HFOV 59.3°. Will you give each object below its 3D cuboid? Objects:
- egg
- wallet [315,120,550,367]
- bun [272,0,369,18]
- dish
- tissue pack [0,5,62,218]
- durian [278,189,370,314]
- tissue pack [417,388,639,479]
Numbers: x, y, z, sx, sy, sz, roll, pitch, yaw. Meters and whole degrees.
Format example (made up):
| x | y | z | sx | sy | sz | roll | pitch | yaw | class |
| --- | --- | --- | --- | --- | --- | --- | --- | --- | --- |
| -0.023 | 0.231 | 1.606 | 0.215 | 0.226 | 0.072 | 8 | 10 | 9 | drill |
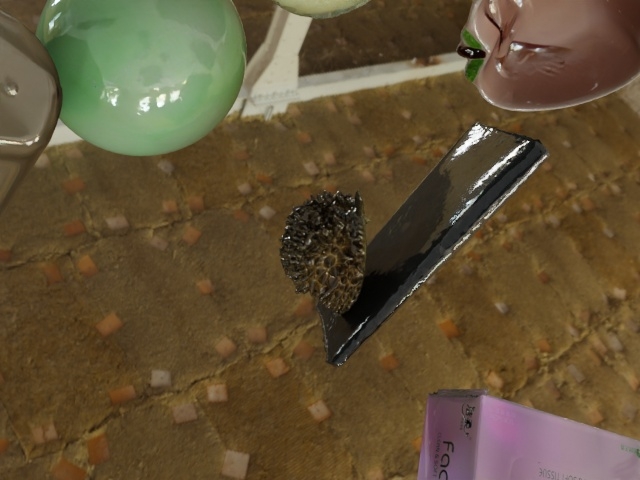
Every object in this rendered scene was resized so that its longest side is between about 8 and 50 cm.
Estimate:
| x | y | z | sx | sy | sz | roll | pitch | yaw | class |
| --- | --- | --- | --- | --- | --- | --- | --- | --- | --- |
| -0.198 | -0.211 | 0.645 | 0.220 | 0.221 | 0.270 | 22 | -145 | -9 | egg |
| 0.113 | 0.001 | 0.655 | 0.044 | 0.321 | 0.170 | 38 | -170 | -18 | wallet |
| 0.002 | -0.367 | 0.565 | 0.259 | 0.259 | 0.152 | -10 | -127 | -32 | bun |
| 0.255 | -0.246 | 0.626 | 0.213 | 0.213 | 0.091 | 17 | -116 | -13 | dish |
| -0.427 | -0.060 | 0.461 | 0.276 | 0.267 | 0.388 | 14 | -106 | 38 | tissue pack |
| 0.000 | 0.000 | 0.634 | 0.091 | 0.188 | 0.149 | 12 | -125 | -16 | durian |
| 0.226 | 0.256 | 0.595 | 0.246 | 0.092 | 0.149 | 20 | -113 | -21 | tissue pack |
